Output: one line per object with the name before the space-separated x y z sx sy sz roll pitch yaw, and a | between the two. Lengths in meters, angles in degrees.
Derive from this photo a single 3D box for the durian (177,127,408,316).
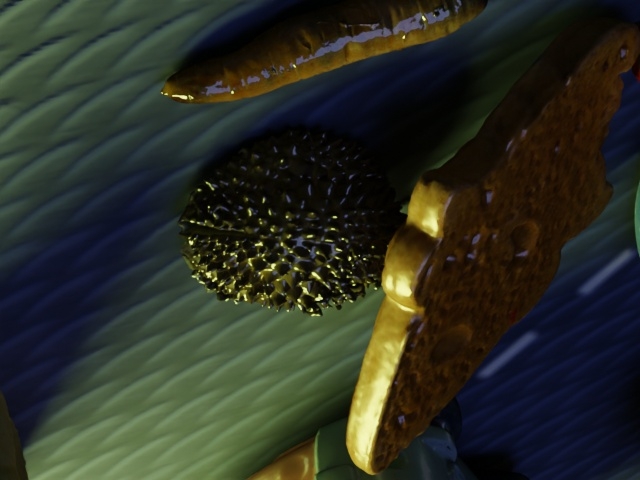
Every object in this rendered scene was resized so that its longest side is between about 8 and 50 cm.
durian | 0.000 0.003 0.824 0.140 0.071 0.110 -1 134 -33

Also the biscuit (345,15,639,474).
biscuit | 0.088 0.003 0.845 0.183 0.043 0.280 10 116 -55

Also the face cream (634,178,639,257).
face cream | 0.321 -0.037 0.931 0.264 0.083 0.149 -14 139 -13

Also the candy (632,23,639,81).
candy | 0.234 -0.101 0.837 0.122 0.062 0.038 -17 137 -9

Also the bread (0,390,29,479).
bread | -0.214 0.166 0.833 0.134 0.141 0.148 -2 133 -20

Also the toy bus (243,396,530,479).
toy bus | 0.034 0.246 1.011 0.232 0.194 0.287 -26 141 12

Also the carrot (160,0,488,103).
carrot | 0.003 -0.096 0.748 0.165 0.035 0.035 -19 139 -4
